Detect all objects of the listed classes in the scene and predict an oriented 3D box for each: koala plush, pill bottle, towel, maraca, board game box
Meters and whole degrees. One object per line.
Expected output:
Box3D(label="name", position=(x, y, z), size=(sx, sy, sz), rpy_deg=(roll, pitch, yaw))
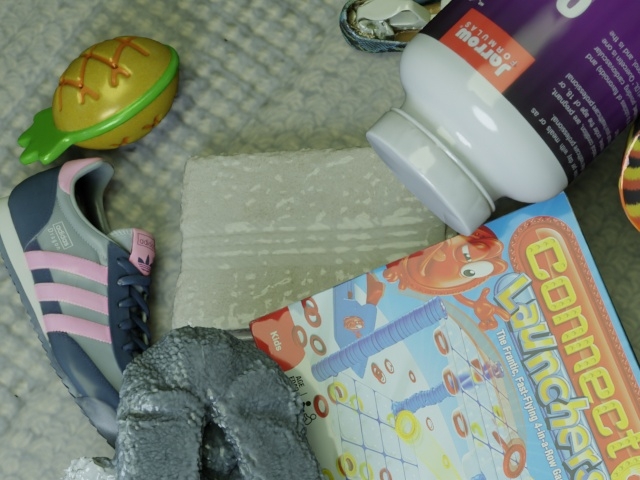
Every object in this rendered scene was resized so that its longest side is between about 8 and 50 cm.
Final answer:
Box3D(label="koala plush", position=(-0.117, 0.195, 1.621), size=(0.196, 0.221, 0.203), rpy_deg=(-4, 71, -21))
Box3D(label="pill bottle", position=(0.194, -0.160, 1.579), size=(0.323, 0.181, 0.181), rpy_deg=(-45, 66, -4))
Box3D(label="towel", position=(0.000, 0.000, 1.768), size=(0.282, 0.049, 0.187), rpy_deg=(-2, 70, 13))
Box3D(label="maraca", position=(-0.219, -0.135, 1.845), size=(0.186, 0.099, 0.127), rpy_deg=(-32, 27, 5))
Box3D(label="board game box", position=(0.133, 0.156, 1.629), size=(0.302, 0.086, 0.308), rpy_deg=(-23, 78, 8))

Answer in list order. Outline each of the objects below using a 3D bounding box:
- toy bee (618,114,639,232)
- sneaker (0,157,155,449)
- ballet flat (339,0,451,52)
Box3D(label="toy bee", position=(0.347, 0.031, 1.601), size=(0.298, 0.195, 0.162), rpy_deg=(48, 114, 13))
Box3D(label="sneaker", position=(-0.201, 0.057, 1.772), size=(0.131, 0.112, 0.319), rpy_deg=(-32, 68, 7))
Box3D(label="ballet flat", position=(0.107, -0.212, 1.801), size=(0.188, 0.070, 0.070), rpy_deg=(-4, 71, 14))
